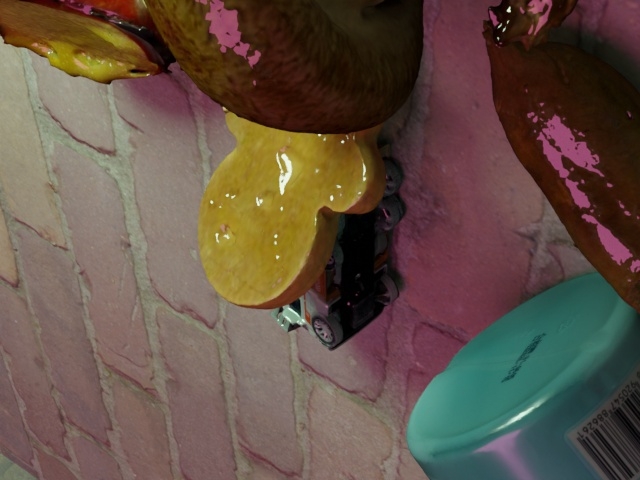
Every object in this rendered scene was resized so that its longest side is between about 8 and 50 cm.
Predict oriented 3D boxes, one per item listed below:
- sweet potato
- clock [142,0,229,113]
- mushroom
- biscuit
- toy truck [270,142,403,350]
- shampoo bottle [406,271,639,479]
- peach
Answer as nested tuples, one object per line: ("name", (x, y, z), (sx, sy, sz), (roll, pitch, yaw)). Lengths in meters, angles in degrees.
("sweet potato", (0.289, -0.078, 1.159), (0.370, 0.157, 0.158), (53, 146, 6))
("clock", (-0.111, -0.313, 1.219), (0.071, 0.277, 0.293), (-15, 130, 27))
("mushroom", (0.018, -0.252, 1.022), (0.356, 0.331, 0.334), (13, 172, 46))
("biscuit", (-0.031, -0.083, 1.367), (0.275, 0.052, 0.355), (34, 106, 41))
("toy truck", (0.000, 0.000, 1.550), (0.184, 0.133, 0.338), (34, 143, 32))
("shampoo bottle", (0.320, 0.258, 1.309), (0.343, 0.331, 0.331), (52, 145, -9))
("peach", (-0.292, -0.333, 1.447), (0.257, 0.201, 0.361), (24, 168, -25))
